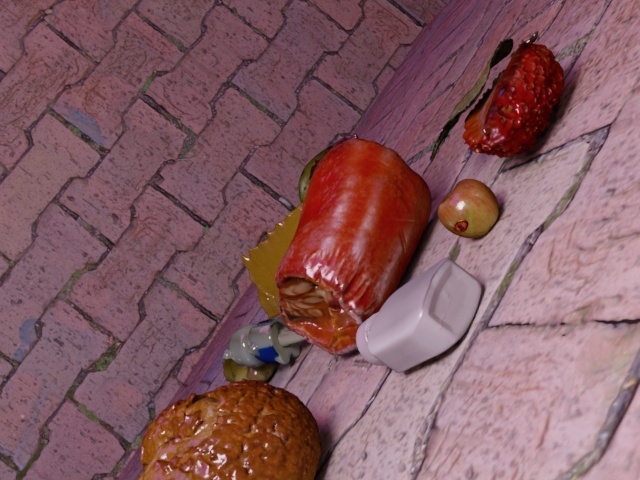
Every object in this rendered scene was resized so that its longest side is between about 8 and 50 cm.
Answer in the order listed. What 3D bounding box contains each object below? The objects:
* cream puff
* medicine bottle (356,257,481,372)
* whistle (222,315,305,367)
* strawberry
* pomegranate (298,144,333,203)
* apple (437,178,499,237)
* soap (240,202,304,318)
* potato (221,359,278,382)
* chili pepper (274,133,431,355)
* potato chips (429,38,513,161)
[{"bbox_3d":[-0.137,0.310,1.014,0.303,0.212,0.303,-50,13,16],"label":"cream puff"},{"bbox_3d":[0.112,0.099,0.957,0.183,0.069,0.119,-41,16,55],"label":"medicine bottle"},{"bbox_3d":[-0.097,0.203,1.562,0.244,0.092,0.110,-17,3,33],"label":"whistle"},{"bbox_3d":[0.276,-0.185,1.073,0.174,0.098,0.228,-57,0,24],"label":"strawberry"},{"bbox_3d":[0.065,-0.110,1.802,0.211,0.211,0.263,-54,-37,1],"label":"pomegranate"},{"bbox_3d":[0.199,-0.041,1.050,0.084,0.071,0.084,-48,2,2],"label":"apple"},{"bbox_3d":[0.000,0.000,1.499,0.338,0.169,0.304,-42,0,-8],"label":"soap"},{"bbox_3d":[-0.156,0.272,1.727,0.117,0.090,0.225,-49,14,-10],"label":"potato"},{"bbox_3d":[0.030,0.016,1.257,0.251,0.229,0.305,-29,24,50],"label":"chili pepper"},{"bbox_3d":[0.221,-0.210,1.175,0.209,0.026,0.142,-56,1,-11],"label":"potato chips"}]
